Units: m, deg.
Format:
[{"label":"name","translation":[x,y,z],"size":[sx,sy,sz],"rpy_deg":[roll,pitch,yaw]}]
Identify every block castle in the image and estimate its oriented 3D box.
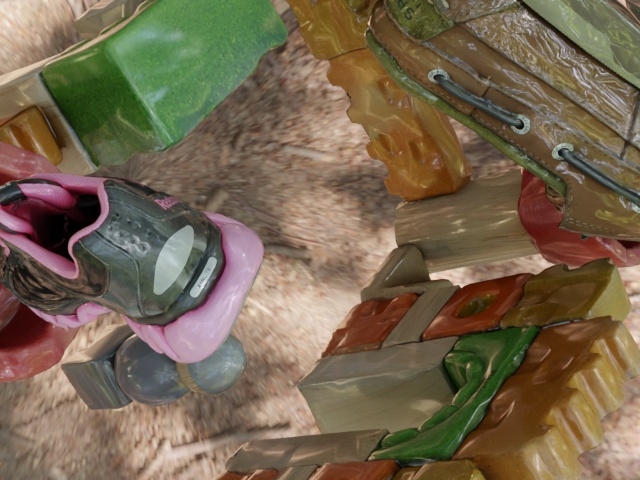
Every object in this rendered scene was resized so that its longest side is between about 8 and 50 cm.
[{"label":"block castle","translation":[0.000,0.000,0.668],"size":[0.453,0.213,0.303],"rpy_deg":[-48,116,-42]}]

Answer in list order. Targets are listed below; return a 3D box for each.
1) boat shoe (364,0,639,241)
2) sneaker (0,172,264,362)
[{"label":"boat shoe","translation":[0.157,-0.054,0.722],"size":[0.307,0.111,0.104],"rpy_deg":[37,116,-20]},{"label":"sneaker","translation":[-0.067,-0.003,0.374],"size":[0.057,0.119,0.047],"rpy_deg":[29,76,-34]}]
